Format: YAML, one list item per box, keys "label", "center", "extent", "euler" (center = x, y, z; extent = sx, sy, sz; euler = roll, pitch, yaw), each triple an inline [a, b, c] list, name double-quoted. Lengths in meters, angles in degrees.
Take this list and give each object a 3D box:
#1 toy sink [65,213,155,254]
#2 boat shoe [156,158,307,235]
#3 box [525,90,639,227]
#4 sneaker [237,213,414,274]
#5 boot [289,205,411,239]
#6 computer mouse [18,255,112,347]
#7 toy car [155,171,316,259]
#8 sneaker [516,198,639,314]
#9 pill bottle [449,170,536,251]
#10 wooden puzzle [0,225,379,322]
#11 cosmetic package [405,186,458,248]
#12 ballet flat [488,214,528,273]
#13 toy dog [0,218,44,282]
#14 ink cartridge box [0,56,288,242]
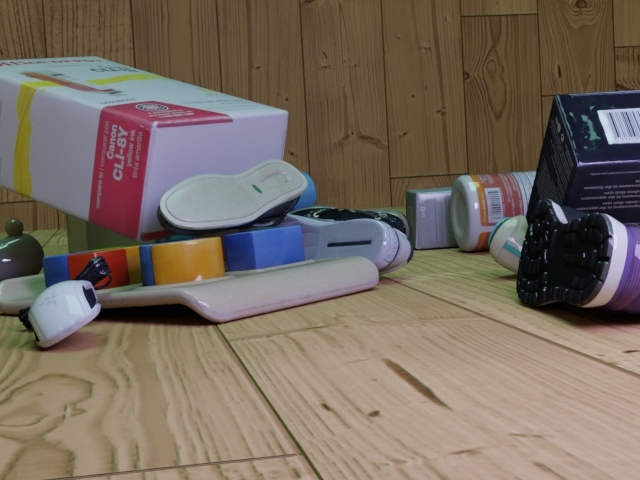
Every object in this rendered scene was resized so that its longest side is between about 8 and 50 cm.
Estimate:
- label: "toy sink"
  center: [-0.347, -0.074, 1.884]
  extent: [0.131, 0.234, 0.153]
  euler: [-6, 4, -25]
- label: "boat shoe"
  center: [-0.110, -0.037, 1.386]
  extent: [0.233, 0.084, 0.079]
  euler: [-18, -29, -50]
- label: "box"
  center: [0.323, -0.055, 1.246]
  extent: [0.153, 0.108, 0.207]
  euler: [-3, -39, -5]
- label: "sneaker"
  center: [0.003, 0.017, 1.488]
  extent: [0.258, 0.094, 0.091]
  euler: [4, -12, 37]
- label: "boot"
  center: [0.001, -0.002, 1.664]
  extent: [0.236, 0.085, 0.178]
  euler: [-3, 7, 18]
- label: "computer mouse"
  center: [-0.249, 0.058, 1.094]
  extent: [0.106, 0.042, 0.193]
  euler: [-32, 10, -9]
- label: "toy car"
  center: [-0.166, -0.107, 1.825]
  extent: [0.219, 0.238, 0.210]
  euler: [-12, -21, -33]
- label: "sneaker"
  center: [0.276, 0.029, 1.083]
  extent: [0.124, 0.107, 0.283]
  euler: [13, 5, -7]
- label: "pill bottle"
  center: [0.322, -0.048, 1.779]
  extent: [0.216, 0.121, 0.121]
  euler: [-3, 4, -10]
- label: "wooden puzzle"
  center: [-0.156, 0.031, 1.330]
  extent: [0.347, 0.081, 0.322]
  euler: [0, 5, 37]
- label: "cosmetic package"
  center: [0.269, -0.043, 1.914]
  extent: [0.237, 0.107, 0.127]
  euler: [-1, 4, -2]
- label: "ballet flat"
  center: [0.307, 0.006, 1.442]
  extent: [0.086, 0.086, 0.248]
  euler: [0, 7, 42]
- label: "toy dog"
  center: [-0.561, -0.005, 1.590]
  extent: [0.220, 0.161, 0.333]
  euler: [-1, 5, 26]
- label: "ink cartridge box"
  center: [-0.283, -0.140, 1.563]
  extent: [0.384, 0.160, 0.279]
  euler: [19, 19, 32]
